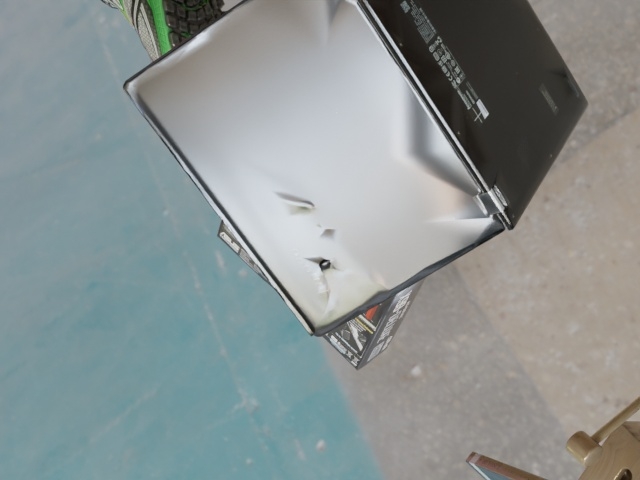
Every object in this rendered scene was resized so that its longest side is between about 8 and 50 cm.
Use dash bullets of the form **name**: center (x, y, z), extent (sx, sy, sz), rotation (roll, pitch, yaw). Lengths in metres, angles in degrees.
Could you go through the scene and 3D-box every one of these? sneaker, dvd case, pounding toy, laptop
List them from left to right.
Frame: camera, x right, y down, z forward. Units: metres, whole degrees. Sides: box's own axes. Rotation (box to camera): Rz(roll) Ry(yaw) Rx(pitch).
- **sneaker**: center (-0.234, -0.344, 1.542), extent (0.146, 0.134, 0.344), rotation (-26, 81, 35)
- **laptop**: center (0.064, -0.171, 1.296), extent (0.236, 0.382, 0.408), rotation (-14, 29, 46)
- **dvd case**: center (0.252, 0.283, 1.096), extent (0.018, 0.164, 0.221), rotation (-50, 14, -13)
- **pounding toy**: center (0.398, 0.282, 1.375), extent (0.094, 0.206, 0.181), rotation (49, 121, 43)

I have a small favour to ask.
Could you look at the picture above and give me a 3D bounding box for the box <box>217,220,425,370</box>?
- **box**: center (0.000, 0.000, 1.553), extent (0.307, 0.242, 0.076), rotation (42, 51, 18)
